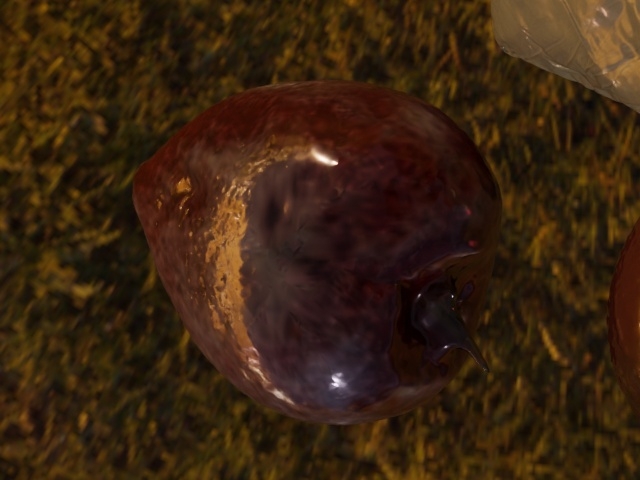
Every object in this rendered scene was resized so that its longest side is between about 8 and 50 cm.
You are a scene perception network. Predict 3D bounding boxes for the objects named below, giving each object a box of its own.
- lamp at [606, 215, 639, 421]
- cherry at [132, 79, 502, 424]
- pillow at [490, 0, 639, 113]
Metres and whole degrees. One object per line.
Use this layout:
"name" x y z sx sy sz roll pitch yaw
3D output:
"lamp" 0.204 0.042 0.830 0.156 0.157 0.135 36 153 8
"cherry" 0.000 0.000 1.247 0.300 0.203 0.230 24 108 28
"pillow" 0.223 -0.231 1.422 0.076 0.274 0.280 -23 128 -28
